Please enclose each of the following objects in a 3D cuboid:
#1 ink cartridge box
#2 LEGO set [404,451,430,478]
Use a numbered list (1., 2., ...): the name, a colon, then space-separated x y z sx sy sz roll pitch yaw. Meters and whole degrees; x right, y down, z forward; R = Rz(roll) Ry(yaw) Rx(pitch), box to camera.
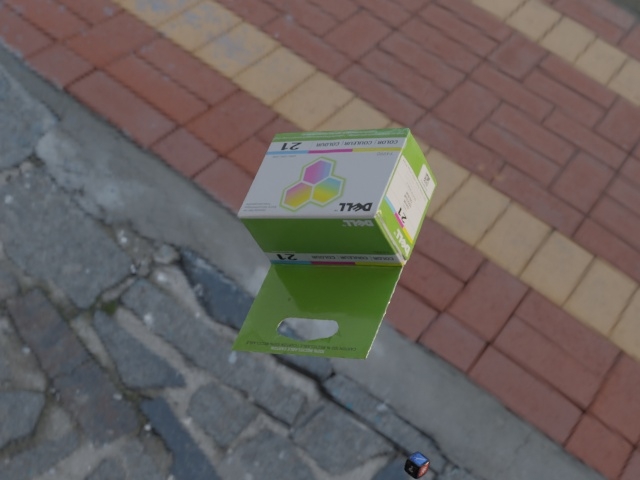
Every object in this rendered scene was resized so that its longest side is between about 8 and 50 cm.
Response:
1. ink cartridge box: 0.000 0.000 1.254 0.188 0.097 0.255 1 51 31
2. LEGO set: 0.100 0.330 1.202 0.182 0.060 0.244 0 34 -19
